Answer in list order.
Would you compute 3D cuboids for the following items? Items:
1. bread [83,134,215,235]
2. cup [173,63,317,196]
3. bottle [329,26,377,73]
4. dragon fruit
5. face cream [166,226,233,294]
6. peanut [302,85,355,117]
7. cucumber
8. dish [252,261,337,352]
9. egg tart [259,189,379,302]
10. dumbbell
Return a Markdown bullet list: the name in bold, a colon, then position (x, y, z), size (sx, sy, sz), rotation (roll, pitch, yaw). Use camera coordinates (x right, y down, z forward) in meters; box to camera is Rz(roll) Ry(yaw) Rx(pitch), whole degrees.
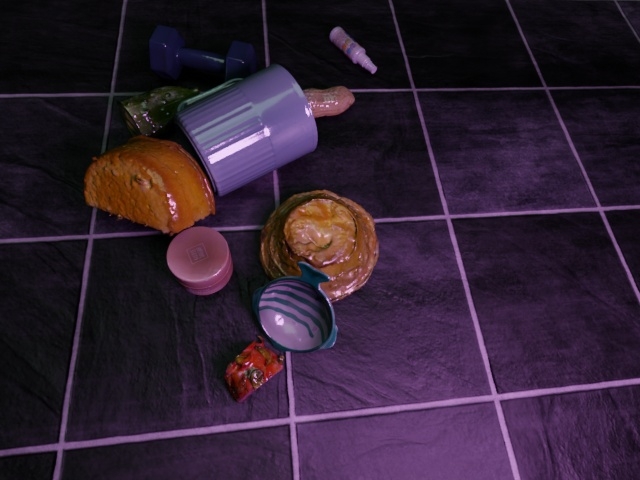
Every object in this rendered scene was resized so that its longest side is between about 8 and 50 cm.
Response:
- **bread**: position (-0.439, -0.158, 1.019), size (0.339, 0.179, 0.194), rotation (18, 33, 16)
- **cup**: position (-0.225, -0.323, 1.110), size (0.311, 0.257, 0.331), rotation (-32, 87, -17)
- **bottle**: position (0.117, -0.663, 1.420), size (0.060, 0.060, 0.217), rotation (-33, 72, -19)
- **dragon fruit**: position (-0.157, 0.291, 0.927), size (0.102, 0.096, 0.147), rotation (38, 65, 16)
- **face cream**: position (-0.300, 0.052, 1.019), size (0.149, 0.104, 0.149), rotation (2, 64, -4)
- **peanut**: position (0.006, -0.441, 1.290), size (0.214, 0.090, 0.099), rotation (-10, 37, -11)
- **cucumber**: position (-0.468, -0.397, 1.208), size (0.244, 0.134, 0.134), rotation (-36, 73, -23)
- **dish**: position (-0.045, 0.153, 0.968), size (0.224, 0.246, 0.078), rotation (28, 25, 8)
- **egg tart**: position (0.002, -0.003, 1.065), size (0.340, 0.129, 0.342), rotation (3, 65, -6)
- **dumbbell**: position (-0.369, -0.570, 1.283), size (0.324, 0.144, 0.160), rotation (12, 63, 1)
